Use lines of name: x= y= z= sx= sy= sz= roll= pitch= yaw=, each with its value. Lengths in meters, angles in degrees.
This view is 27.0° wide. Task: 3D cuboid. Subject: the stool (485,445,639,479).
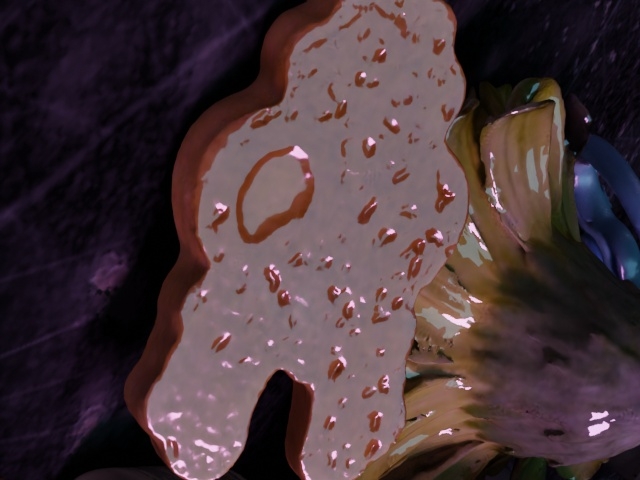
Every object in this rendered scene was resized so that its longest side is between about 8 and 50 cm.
stool: x=0.177 y=0.167 z=1.019 sx=0.195 sy=0.198 sz=0.195 roll=-56 pitch=155 yaw=10

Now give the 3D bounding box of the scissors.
scissors: x=0.233 y=0.112 z=0.856 sx=0.032 sy=0.393 sz=0.180 roll=-20 pitch=166 yaw=-7

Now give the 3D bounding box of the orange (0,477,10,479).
orange: x=-0.135 y=0.197 z=0.423 sx=0.261 sy=0.261 sz=0.261 roll=-41 pitch=153 yaw=-26

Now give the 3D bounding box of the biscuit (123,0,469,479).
biscuit: x=-0.002 y=-0.001 z=0.590 sx=0.144 sy=0.040 sz=0.236 roll=8 pitch=102 yaw=-36

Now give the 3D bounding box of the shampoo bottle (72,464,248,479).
shampoo bottle: x=-0.073 y=0.156 z=0.694 sx=0.079 sy=0.079 sz=0.162 roll=-57 pitch=156 yaw=7

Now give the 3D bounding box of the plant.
plant: x=0.136 y=0.038 z=0.751 sx=0.305 sy=0.297 sz=0.261 roll=20 pitch=62 yaw=-48
